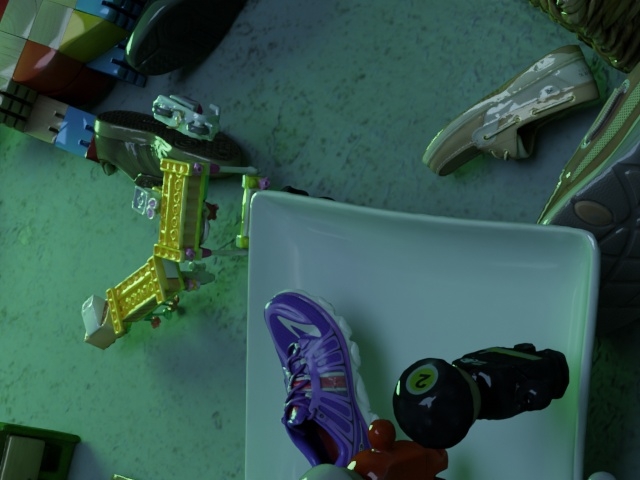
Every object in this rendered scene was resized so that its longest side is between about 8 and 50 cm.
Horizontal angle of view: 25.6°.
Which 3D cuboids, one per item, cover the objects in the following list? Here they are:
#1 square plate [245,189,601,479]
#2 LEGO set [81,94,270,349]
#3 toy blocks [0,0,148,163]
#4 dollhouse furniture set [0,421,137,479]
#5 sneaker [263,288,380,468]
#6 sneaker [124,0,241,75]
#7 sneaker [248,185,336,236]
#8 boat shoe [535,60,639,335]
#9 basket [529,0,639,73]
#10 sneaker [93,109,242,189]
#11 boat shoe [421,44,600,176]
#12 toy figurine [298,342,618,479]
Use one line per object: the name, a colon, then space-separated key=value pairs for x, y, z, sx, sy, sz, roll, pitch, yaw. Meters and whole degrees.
square plate: x=0.074 y=0.144 z=1.116 sx=0.344 sy=0.049 sz=0.347 roll=9 pitch=101 yaw=43
LEGO set: x=-0.132 y=0.006 z=1.378 sx=0.132 sy=0.107 sz=0.287 roll=43 pitch=122 yaw=41
toy blocks: x=-0.287 y=-0.256 z=1.567 sx=0.261 sy=0.191 sz=0.381 roll=21 pitch=90 yaw=31
dollhouse furniture set: x=-0.324 y=0.248 z=1.307 sx=0.197 sy=0.301 sz=0.151 roll=6 pitch=82 yaw=44
sneaker: x=-0.004 y=0.116 z=1.104 sx=0.068 sy=0.071 sz=0.170 roll=-37 pitch=69 yaw=39
sneaker: x=-0.142 y=-0.285 z=1.493 sx=0.227 sy=0.087 sz=0.130 roll=-55 pitch=46 yaw=7
sneaker: x=0.000 y=0.000 z=1.281 sx=0.170 sy=0.063 sz=0.075 roll=35 pitch=105 yaw=47
boat shoe: x=0.254 y=-0.059 z=1.067 sx=0.324 sy=0.123 sz=0.116 roll=-52 pitch=15 yaw=25
basket: x=0.240 y=-0.313 z=1.086 sx=0.299 sy=0.213 sz=0.223 roll=-52 pitch=50 yaw=14
sneaker: x=-0.156 y=-0.083 z=1.457 sx=0.188 sy=0.066 sz=0.071 roll=20 pitch=122 yaw=34
boat shoe: x=0.159 y=-0.095 z=1.182 sx=0.170 sy=0.063 sz=0.059 roll=-37 pitch=78 yaw=32
toy figurine: x=0.105 y=0.192 z=0.958 sx=0.213 sy=0.148 sz=0.209 roll=-47 pitch=65 yaw=36
